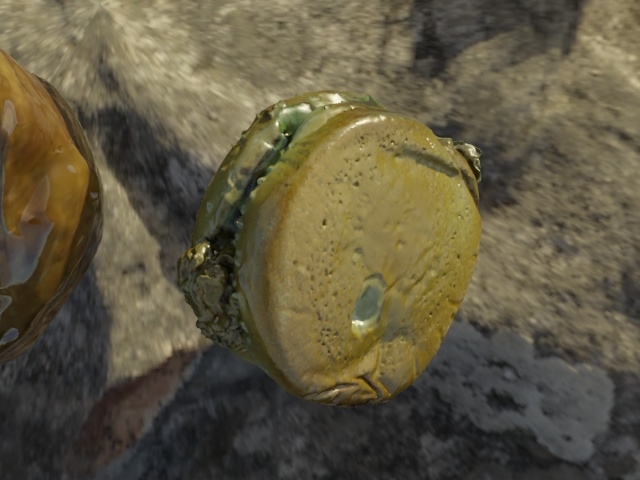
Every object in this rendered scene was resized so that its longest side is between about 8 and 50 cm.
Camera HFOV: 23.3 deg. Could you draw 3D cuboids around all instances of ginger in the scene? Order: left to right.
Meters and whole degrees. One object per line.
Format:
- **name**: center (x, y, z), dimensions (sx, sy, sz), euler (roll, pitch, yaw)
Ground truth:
- **ginger**: center (-0.252, -0.034, 1.084), dimensions (0.200, 0.223, 0.269), euler (23, 113, 2)

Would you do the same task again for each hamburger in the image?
- **hamburger**: center (0.000, 0.000, 0.978), dimensions (0.215, 0.122, 0.189), euler (2, 106, -47)
